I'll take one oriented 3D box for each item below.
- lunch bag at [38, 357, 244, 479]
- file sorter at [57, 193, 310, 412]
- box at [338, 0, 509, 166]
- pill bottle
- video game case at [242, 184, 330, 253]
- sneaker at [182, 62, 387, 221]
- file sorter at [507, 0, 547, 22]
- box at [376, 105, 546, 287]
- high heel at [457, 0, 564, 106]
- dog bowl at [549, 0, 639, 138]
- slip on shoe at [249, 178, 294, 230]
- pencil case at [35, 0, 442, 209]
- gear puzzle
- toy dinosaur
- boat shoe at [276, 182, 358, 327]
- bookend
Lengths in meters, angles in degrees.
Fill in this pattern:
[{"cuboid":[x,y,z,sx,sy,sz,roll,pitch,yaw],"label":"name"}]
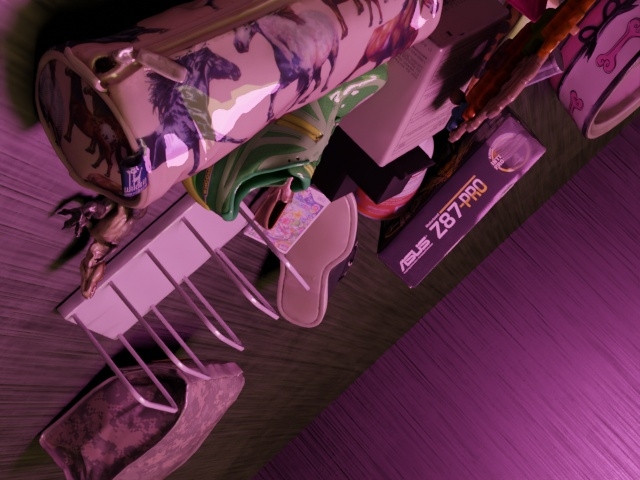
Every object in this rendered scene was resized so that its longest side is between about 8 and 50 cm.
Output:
[{"cuboid":[-0.280,0.291,1.660,0.287,0.169,0.235,-41,164,11],"label":"lunch bag"},{"cuboid":[-0.172,0.079,1.367,0.277,0.173,0.193,-42,164,-3],"label":"file sorter"},{"cuboid":[0.122,-0.238,1.324,0.148,0.127,0.232,-33,161,-35],"label":"box"},{"cuboid":[0.111,-0.132,1.578,0.121,0.121,0.216,-35,162,-23],"label":"pill bottle"},{"cuboid":[-0.051,-0.040,1.543,0.087,0.011,0.122,27,114,-33],"label":"video game case"},{"cuboid":[-0.030,-0.126,1.237,0.295,0.123,0.109,-36,166,-4],"label":"sneaker"},{"cuboid":[0.212,-0.406,0.991,0.182,0.202,0.291,-44,164,-6],"label":"file sorter"},{"cuboid":[0.241,-0.102,1.762,0.318,0.097,0.395,-45,-174,15],"label":"box"},{"cuboid":[0.251,-0.308,1.447,0.186,0.261,0.093,-20,138,30],"label":"high heel"},{"cuboid":[0.651,-0.409,2.075,0.408,0.150,0.408,-39,163,-14],"label":"dog bowl"},{"cuboid":[-0.054,-0.073,1.471,0.135,0.041,0.051,-49,149,23],"label":"slip on shoe"},{"cuboid":[-0.065,-0.190,0.960,0.410,0.160,0.183,-34,176,-25],"label":"pencil case"},{"cuboid":[0.230,-0.217,1.176,0.175,0.044,0.339,-51,-176,-9],"label":"gear puzzle"},{"cuboid":[-0.225,-0.044,1.143,0.268,0.064,0.118,-49,169,13],"label":"toy dinosaur"},{"cuboid":[0.004,0.002,1.688,0.113,0.127,0.340,-63,166,-45],"label":"boat shoe"},{"cuboid":[0.063,-0.107,1.464,0.072,0.157,0.156,-27,157,-41],"label":"bookend"}]
